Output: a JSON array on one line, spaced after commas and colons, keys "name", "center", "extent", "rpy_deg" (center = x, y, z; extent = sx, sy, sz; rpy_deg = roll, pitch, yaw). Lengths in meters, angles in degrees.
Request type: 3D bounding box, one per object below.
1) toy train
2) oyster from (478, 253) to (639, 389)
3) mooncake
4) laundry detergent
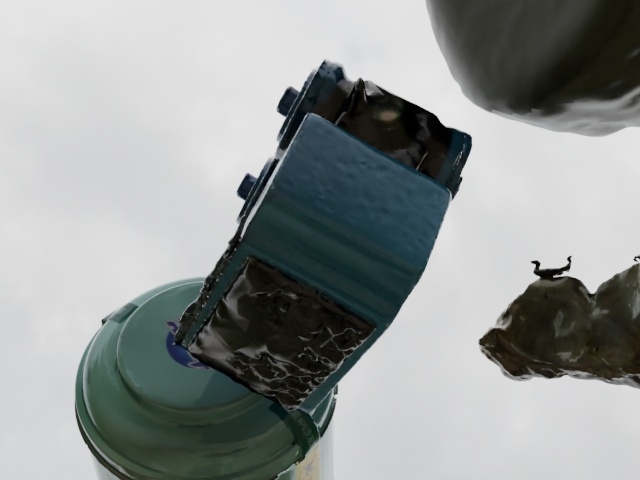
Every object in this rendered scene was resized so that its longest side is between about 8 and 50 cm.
[{"name": "toy train", "center": [0.000, 0.000, 0.967], "extent": [0.188, 0.265, 0.300], "rpy_deg": [29, -38, -4]}, {"name": "oyster", "center": [0.320, 0.086, 1.099], "extent": [0.336, 0.133, 0.198], "rpy_deg": [-5, -32, 30]}, {"name": "mooncake", "center": [0.267, -0.281, 1.054], "extent": [0.194, 0.356, 0.357], "rpy_deg": [7, -70, -30]}, {"name": "laundry detergent", "center": [-0.122, 0.213, 1.209], "extent": [0.287, 0.287, 0.305], "rpy_deg": [-1, -45, -1]}]
